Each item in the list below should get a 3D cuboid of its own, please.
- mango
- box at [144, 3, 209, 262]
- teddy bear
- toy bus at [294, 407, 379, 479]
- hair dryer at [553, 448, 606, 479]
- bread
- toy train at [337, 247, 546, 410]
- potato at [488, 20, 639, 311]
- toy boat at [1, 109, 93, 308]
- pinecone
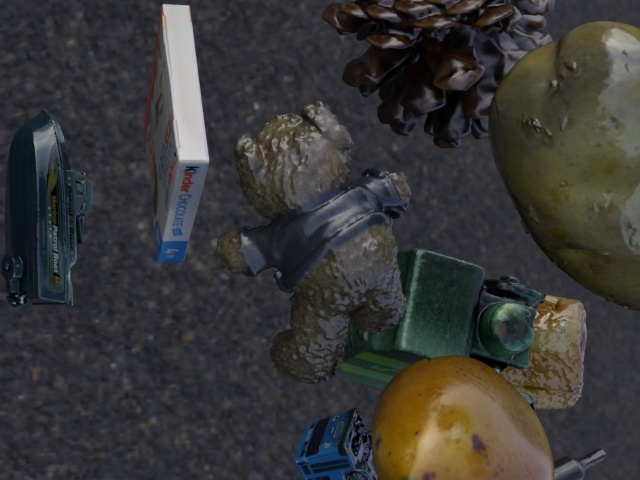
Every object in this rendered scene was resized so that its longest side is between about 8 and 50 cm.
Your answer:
[{"bbox_3d":[0.135,0.210,1.172,0.290,0.160,0.190,17,52,-66],"label":"mango"},{"bbox_3d":[-0.209,-0.145,1.641,0.048,0.273,0.264,-1,60,-16],"label":"box"},{"bbox_3d":[0.011,0.005,1.030,0.182,0.129,0.251,-31,113,-23],"label":"teddy bear"},{"bbox_3d":[0.039,0.324,1.557,0.184,0.106,0.090,65,26,-23],"label":"toy bus"},{"bbox_3d":[0.242,0.307,1.321,0.248,0.195,0.077,-24,129,-19],"label":"hair dryer"},{"bbox_3d":[0.243,0.156,1.708,0.132,0.295,0.166,-66,153,-66],"label":"bread"},{"bbox_3d":[0.137,0.119,1.413,0.238,0.299,0.166,16,72,-11],"label":"toy train"},{"bbox_3d":[0.262,-0.060,1.037,0.296,0.192,0.141,64,31,-27],"label":"potato"},{"bbox_3d":[-0.407,-0.047,1.716,0.122,0.114,0.295,4,85,-42],"label":"toy boat"},{"bbox_3d":[0.144,-0.222,1.284,0.264,0.264,0.264,18,67,-52],"label":"pinecone"}]
